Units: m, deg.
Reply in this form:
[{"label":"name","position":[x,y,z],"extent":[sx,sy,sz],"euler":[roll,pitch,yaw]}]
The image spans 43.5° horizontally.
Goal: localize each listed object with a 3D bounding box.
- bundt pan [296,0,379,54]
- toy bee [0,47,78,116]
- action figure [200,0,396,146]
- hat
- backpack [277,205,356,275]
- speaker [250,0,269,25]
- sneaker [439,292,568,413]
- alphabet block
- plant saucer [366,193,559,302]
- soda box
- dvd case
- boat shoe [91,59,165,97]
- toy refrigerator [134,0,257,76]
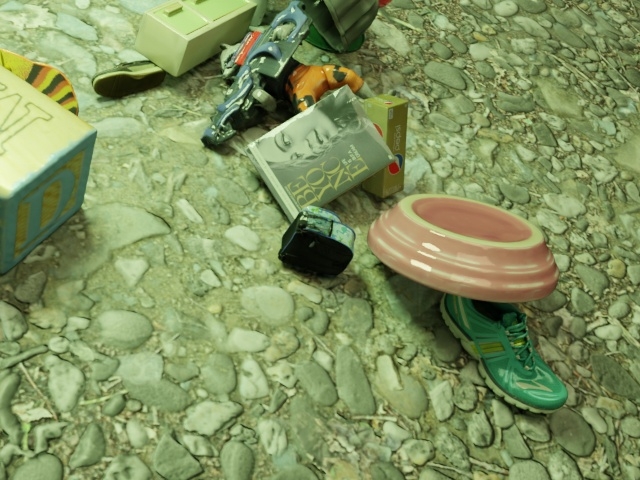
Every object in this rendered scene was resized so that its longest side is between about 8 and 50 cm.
[{"label":"bundt pan","position":[0.005,-0.545,1.597],"extent":[0.124,0.331,0.331],"euler":[-35,67,1]},{"label":"toy bee","position":[-0.533,-0.282,1.283],"extent":[0.298,0.162,0.195],"euler":[6,5,-38]},{"label":"action figure","position":[-0.075,-0.264,1.539],"extent":[0.330,0.178,0.341],"euler":[35,77,14]},{"label":"hat","position":[0.057,-0.538,1.761],"extent":[0.208,0.183,0.173],"euler":[-10,59,-31]},{"label":"backpack","position":[0.000,0.000,1.349],"extent":[0.114,0.105,0.084],"euler":[21,48,-14]},{"label":"speaker","position":[-0.131,-0.525,1.699],"extent":[0.055,0.136,0.055],"euler":[12,50,-14]},{"label":"sneaker","position":[0.309,0.172,1.343],"extent":[0.107,0.110,0.275],"euler":[-27,68,-38]},{"label":"alphabet block","position":[-0.473,-0.107,1.169],"extent":[0.197,0.192,0.193],"euler":[34,45,3]},{"label":"plant saucer","position":[0.249,-0.002,1.375],"extent":[0.332,0.084,0.332],"euler":[10,20,-4]},{"label":"soda box","position":[0.119,-0.175,1.492],"extent":[0.058,0.181,0.061],"euler":[-24,37,-37]},{"label":"dvd case","position":[-0.001,-0.153,1.427],"extent":[0.221,0.018,0.164],"euler":[-32,85,-4]},{"label":"boat shoe","position":[-0.359,-0.301,1.474],"extent":[0.152,0.056,0.049],"euler":[-19,57,-45]},{"label":"toy refrigerator","position":[-0.238,-0.425,1.572],"extent":[0.102,0.094,0.269],"euler":[34,39,6]}]
